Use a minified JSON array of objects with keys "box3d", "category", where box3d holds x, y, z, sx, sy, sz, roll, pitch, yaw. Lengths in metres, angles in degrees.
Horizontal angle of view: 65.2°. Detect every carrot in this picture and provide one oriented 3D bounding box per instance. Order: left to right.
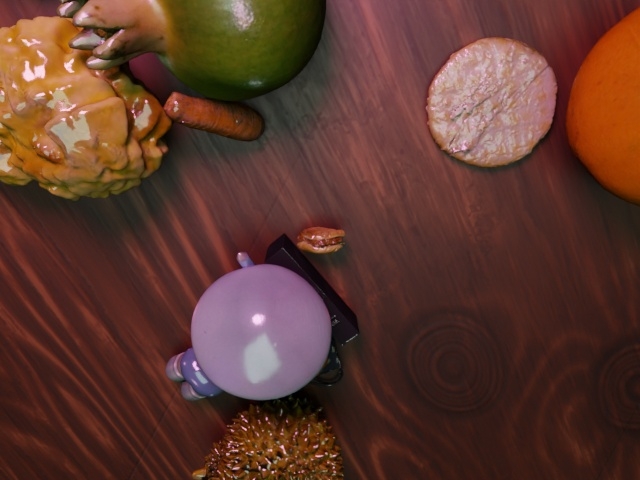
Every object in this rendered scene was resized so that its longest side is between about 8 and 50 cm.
[{"box3d":[-0.158,-0.190,0.771,0.060,0.186,0.060,1,91,36],"category":"carrot"}]

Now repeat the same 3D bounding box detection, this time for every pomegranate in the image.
[{"box3d":[-0.142,-0.327,0.639,0.359,0.216,0.309,-35,114,-29],"category":"pomegranate"}]

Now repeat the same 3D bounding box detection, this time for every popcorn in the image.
[{"box3d":[-0.389,-0.185,0.734,0.333,0.225,0.264,-8,110,2],"category":"popcorn"}]

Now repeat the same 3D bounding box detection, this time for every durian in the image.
[{"box3d":[-0.090,0.436,0.968,0.258,0.258,0.293,43,114,-14],"category":"durian"}]

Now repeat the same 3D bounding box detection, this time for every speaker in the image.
[{"box3d":[-0.014,0.090,0.916,0.044,0.082,0.218,-37,108,11],"category":"speaker"}]

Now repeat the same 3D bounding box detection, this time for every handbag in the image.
[{"box3d":[-0.007,0.240,0.984,0.115,0.072,0.139,-28,121,10],"category":"handbag"}]

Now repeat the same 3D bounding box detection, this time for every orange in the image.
[{"box3d":[0.513,-0.192,0.709,0.313,0.312,0.311,0,110,-1],"category":"orange"}]

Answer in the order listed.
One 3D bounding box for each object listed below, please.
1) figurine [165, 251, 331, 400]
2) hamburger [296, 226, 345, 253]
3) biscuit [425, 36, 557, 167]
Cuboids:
[{"box3d":[-0.143,0.210,0.857,0.224,0.205,0.381,44,128,7],"category":"figurine"},{"box3d":[0.000,0.000,0.881,0.076,0.083,0.044,-5,103,-30],"category":"hamburger"},{"box3d":[0.285,-0.224,0.831,0.220,0.033,0.219,-1,109,-1],"category":"biscuit"}]
